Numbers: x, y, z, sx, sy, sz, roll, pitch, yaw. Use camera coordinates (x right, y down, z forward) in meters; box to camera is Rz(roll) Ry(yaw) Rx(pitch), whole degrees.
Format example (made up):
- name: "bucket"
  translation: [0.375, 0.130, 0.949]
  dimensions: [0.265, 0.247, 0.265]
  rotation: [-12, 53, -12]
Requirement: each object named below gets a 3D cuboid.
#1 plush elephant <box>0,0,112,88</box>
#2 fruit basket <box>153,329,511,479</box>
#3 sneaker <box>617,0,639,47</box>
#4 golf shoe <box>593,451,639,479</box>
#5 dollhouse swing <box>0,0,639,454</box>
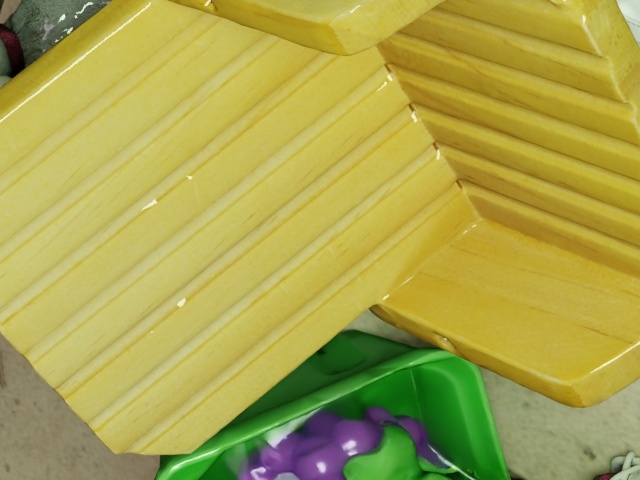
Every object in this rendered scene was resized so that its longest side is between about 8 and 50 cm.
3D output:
- name: "plush elephant"
  translation: [-0.198, -0.090, 1.278]
  dimensions: [0.330, 0.255, 0.272]
  rotation: [47, 130, 16]
- name: "fruit basket"
  translation: [0.064, 0.269, 1.344]
  dimensions: [0.392, 0.283, 0.392]
  rotation: [158, 90, -80]
- name: "sneaker"
  translation: [0.124, -0.193, 1.169]
  dimensions: [0.305, 0.114, 0.152]
  rotation: [40, 119, -3]
- name: "golf shoe"
  translation: [0.246, 0.197, 1.339]
  dimensions: [0.120, 0.105, 0.273]
  rotation: [48, 132, 5]
- name: "dollhouse swing"
  translation: [0.000, 0.000, 1.119]
  dimensions: [0.315, 0.305, 0.347]
  rotation: [25, 157, 45]
